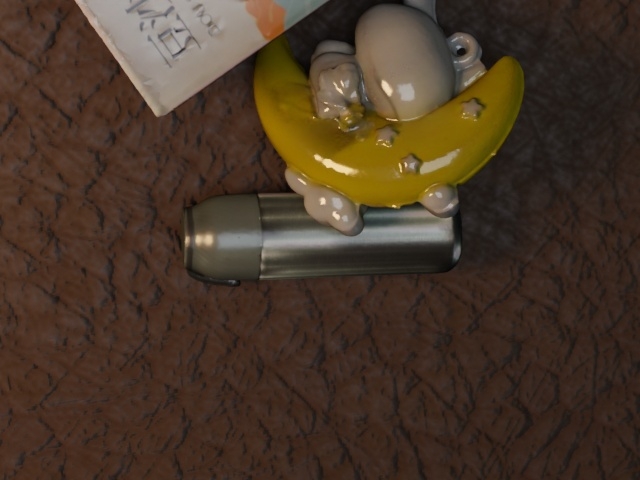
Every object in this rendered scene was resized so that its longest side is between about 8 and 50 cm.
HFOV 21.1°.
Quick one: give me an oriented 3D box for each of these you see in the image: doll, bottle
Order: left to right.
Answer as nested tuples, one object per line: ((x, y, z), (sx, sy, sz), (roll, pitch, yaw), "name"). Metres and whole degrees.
((0.000, 0.000, 1.570), (0.253, 0.079, 0.096), (-1, 131, -8), "bottle")
((0.064, -0.131, 1.522), (0.237, 0.111, 0.252), (-22, 68, 9), "doll")

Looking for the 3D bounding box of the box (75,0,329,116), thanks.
((-0.075, -0.353, 1.394), (0.385, 0.122, 0.344), (-35, 108, 0), "box")
